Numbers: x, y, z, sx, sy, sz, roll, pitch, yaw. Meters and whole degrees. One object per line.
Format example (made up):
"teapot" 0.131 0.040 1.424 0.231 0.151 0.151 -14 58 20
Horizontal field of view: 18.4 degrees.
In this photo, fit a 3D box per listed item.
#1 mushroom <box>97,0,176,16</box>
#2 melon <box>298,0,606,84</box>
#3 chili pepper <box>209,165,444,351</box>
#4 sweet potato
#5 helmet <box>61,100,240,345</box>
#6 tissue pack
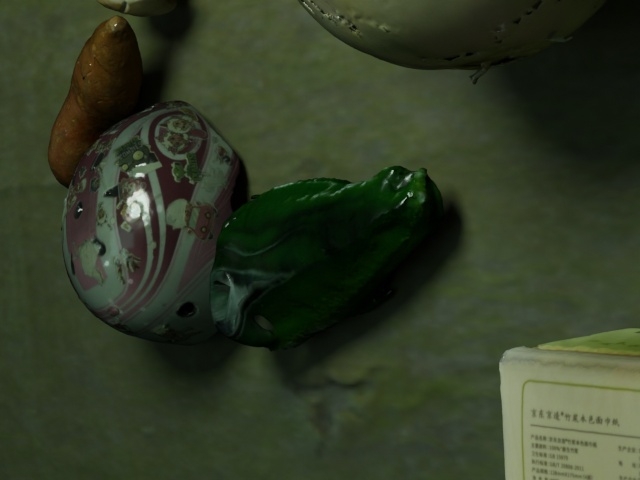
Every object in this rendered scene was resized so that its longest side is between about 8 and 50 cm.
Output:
"mushroom" -0.147 -0.293 1.381 0.099 0.096 0.278 -4 103 61
"melon" 0.057 -0.238 1.051 0.223 0.223 0.317 -24 78 49
"chili pepper" 0.002 0.000 1.288 0.216 0.062 0.108 -29 80 45
"sweet potato" -0.163 -0.101 1.462 0.202 0.058 0.055 117 153 -49
"helmet" -0.130 -0.007 1.408 0.153 0.107 0.177 -34 72 50
"tissue pack" 0.215 0.132 1.017 0.234 0.125 0.159 0 96 51
